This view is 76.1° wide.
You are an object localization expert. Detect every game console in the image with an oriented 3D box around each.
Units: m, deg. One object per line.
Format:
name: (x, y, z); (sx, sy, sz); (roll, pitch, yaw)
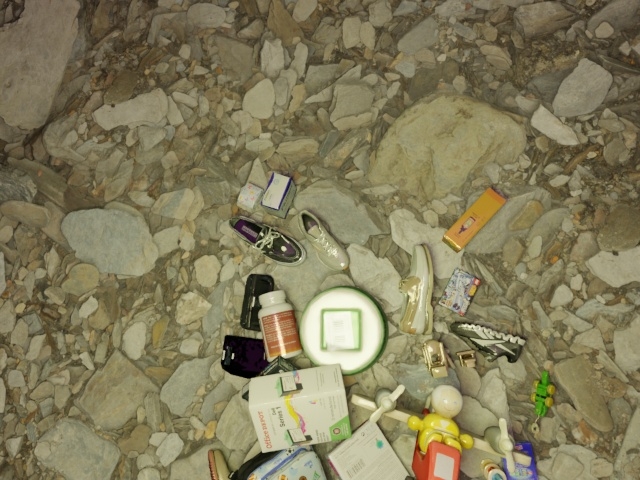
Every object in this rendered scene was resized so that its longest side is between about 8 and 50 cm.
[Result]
game console: (-0.223, 0.300, 1.443); (0.212, 0.044, 0.362); (6, 80, 7)

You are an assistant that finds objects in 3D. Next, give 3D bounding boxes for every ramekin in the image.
ramekin: (0.074, 0.294, 1.346); (0.302, 0.148, 0.304); (-2, 78, 8)

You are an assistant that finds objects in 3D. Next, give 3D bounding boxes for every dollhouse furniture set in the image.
dollhouse furniture set: (0.408, 0.352, 1.270); (0.160, 0.182, 0.101); (-12, 77, 6)

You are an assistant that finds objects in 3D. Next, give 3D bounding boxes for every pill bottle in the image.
pill bottle: (-0.138, 0.281, 1.355); (0.121, 0.121, 0.216); (-15, 78, 5)

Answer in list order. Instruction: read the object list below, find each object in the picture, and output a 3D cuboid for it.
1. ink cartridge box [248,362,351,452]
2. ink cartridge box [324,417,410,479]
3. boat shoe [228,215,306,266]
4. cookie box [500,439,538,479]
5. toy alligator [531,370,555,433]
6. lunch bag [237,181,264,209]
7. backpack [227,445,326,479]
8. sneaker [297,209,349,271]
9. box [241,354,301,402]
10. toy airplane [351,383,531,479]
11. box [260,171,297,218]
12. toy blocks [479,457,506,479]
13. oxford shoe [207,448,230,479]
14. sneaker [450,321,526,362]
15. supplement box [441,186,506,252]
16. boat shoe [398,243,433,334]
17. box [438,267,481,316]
ink cartridge box: (-0.059, 0.500, 1.221); (0.277, 0.117, 0.202); (-9, 116, -1)
ink cartridge box: (0.174, 0.739, 1.250); (0.185, 0.065, 0.311); (-28, 72, -26)
boat shoe: (-0.193, -0.005, 1.469); (0.306, 0.105, 0.113); (33, 84, 13)
cookie box: (0.601, 0.674, 1.248); (0.091, 0.040, 0.107); (-7, 78, 7)
toy alligator: (0.692, 0.503, 1.269); (0.051, 0.056, 0.190); (21, 79, -29)
lunch bag: (-0.263, -0.165, 1.540); (0.071, 0.053, 0.083); (26, 73, 10)
backpack: (-0.091, 0.756, 1.227); (0.276, 0.213, 0.264); (-23, 93, -29)
sneaker: (0.000, 0.000, 1.433); (0.099, 0.121, 0.262); (-41, 76, -1)
box: (-0.112, 0.487, 1.304); (0.175, 0.051, 0.220); (-42, 112, 13)
toy airplane: (0.333, 0.521, 1.151); (0.385, 0.384, 0.273); (5, 104, -32)
box: (-0.148, -0.159, 1.478); (0.072, 0.137, 0.126); (19, 81, 11)
toy blocks: (0.525, 0.722, 1.193); (0.054, 0.148, 0.123); (-23, 76, 3)
oxford shoe: (-0.258, 0.828, 1.317); (0.130, 0.123, 0.349); (-22, 73, -24)
sneaker: (0.530, 0.331, 1.311); (0.234, 0.078, 0.106); (15, 78, 9)
supplement box: (0.521, -0.067, 1.398); (0.233, 0.080, 0.078); (-45, 75, -5)
boat shoe: (0.313, 0.160, 1.360); (0.103, 0.113, 0.303); (1, 79, 2)
box: (0.469, 0.175, 1.378); (0.093, 0.027, 0.137); (27, 83, 14)
